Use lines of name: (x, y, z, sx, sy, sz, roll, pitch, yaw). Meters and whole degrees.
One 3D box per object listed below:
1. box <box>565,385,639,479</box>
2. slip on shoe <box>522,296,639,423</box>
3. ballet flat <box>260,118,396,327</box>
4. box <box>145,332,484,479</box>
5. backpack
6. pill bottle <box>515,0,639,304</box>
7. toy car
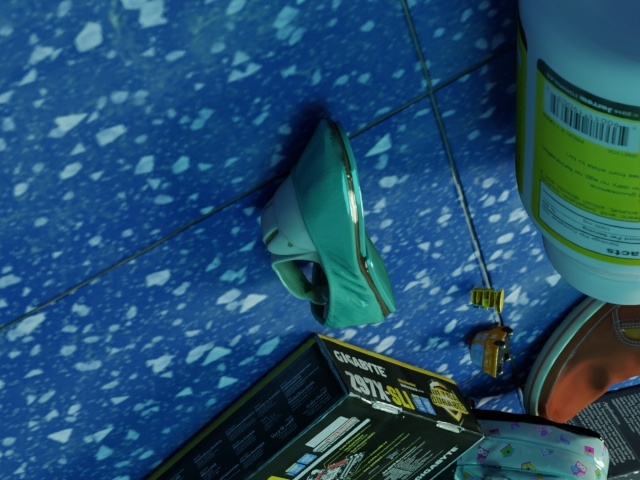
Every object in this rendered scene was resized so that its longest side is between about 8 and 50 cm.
box: (0.323, 0.257, 1.938, 0.207, 0.108, 0.153, -9, 143, -33)
slip on shoe: (0.333, 0.087, 1.708, 0.331, 0.101, 0.123, -43, 149, 22)
ballet flat: (0.000, 0.000, 1.321, 0.087, 0.083, 0.247, -15, 147, 2)
box: (-0.033, 0.234, 1.633, 0.322, 0.079, 0.257, -42, 146, 18)
backpack: (0.203, 0.242, 1.748, 0.182, 0.115, 0.152, 7, 153, 10)
pill bottle: (0.240, -0.094, 1.280, 0.188, 0.188, 0.334, -25, 150, -10)
toy car: (0.159, 0.076, 1.623, 0.041, 0.060, 0.122, 9, 132, 17)
